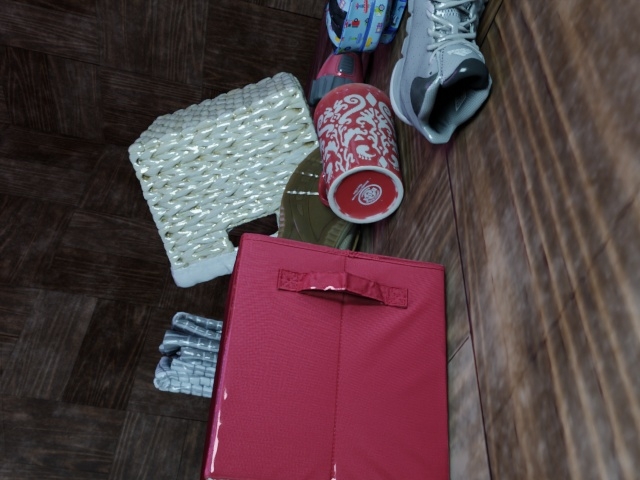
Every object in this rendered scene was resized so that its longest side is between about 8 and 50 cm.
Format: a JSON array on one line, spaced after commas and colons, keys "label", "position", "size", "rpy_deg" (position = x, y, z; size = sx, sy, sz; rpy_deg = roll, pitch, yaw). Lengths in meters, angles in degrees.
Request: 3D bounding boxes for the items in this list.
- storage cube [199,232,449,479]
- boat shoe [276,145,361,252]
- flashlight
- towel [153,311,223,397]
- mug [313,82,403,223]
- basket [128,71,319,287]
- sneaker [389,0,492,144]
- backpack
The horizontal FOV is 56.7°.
[{"label": "storage cube", "position": [-0.003, 0.131, 0.537], "size": [0.215, 0.184, 0.193], "rpy_deg": [116, 161, -61]}, {"label": "boat shoe", "position": [0.000, 0.000, 0.893], "size": [0.123, 0.123, 0.341], "rpy_deg": [77, -153, -61]}, {"label": "flashlight", "position": [0.055, -0.390, 1.153], "size": [0.103, 0.103, 0.303], "rpy_deg": [31, -114, -54]}, {"label": "towel", "position": [-0.136, 0.207, 1.030], "size": [0.235, 0.284, 0.121], "rpy_deg": [141, 140, -77]}, {"label": "mug", "position": [0.052, -0.098, 0.777], "size": [0.169, 0.113, 0.150], "rpy_deg": [-94, 1, -46]}, {"label": "basket", "position": [-0.146, -0.128, 1.107], "size": [0.331, 0.329, 0.266], "rpy_deg": [-103, -6, -68]}, {"label": "sneaker", "position": [0.119, -0.188, 0.503], "size": [0.132, 0.086, 0.228], "rpy_deg": [-101, 12, -57]}, {"label": "backpack", "position": [0.071, -0.362, 0.900], "size": [0.158, 0.117, 0.173], "rpy_deg": [109, 169, -46]}]
